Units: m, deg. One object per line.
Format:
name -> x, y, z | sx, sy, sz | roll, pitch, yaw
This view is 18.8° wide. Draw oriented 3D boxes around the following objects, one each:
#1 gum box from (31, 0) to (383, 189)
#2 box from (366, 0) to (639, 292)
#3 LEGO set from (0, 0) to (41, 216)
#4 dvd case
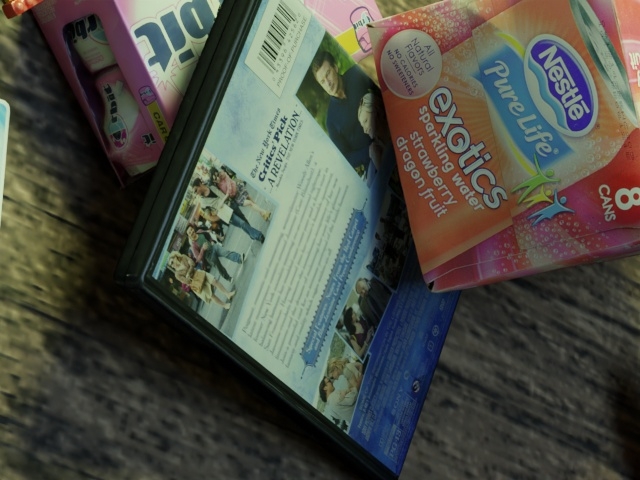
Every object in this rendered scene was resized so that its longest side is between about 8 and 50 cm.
gum box -> -0.057, -0.113, 1.017 | 0.188, 0.062, 0.107 | -35, 103, -44
box -> 0.165, -0.064, 1.113 | 0.300, 0.142, 0.154 | -4, 82, -62
LEGO set -> -0.198, -0.133, 0.889 | 0.182, 0.060, 0.244 | 18, 68, -42
dvd case -> 0.000, 0.000, 1.010 | 0.253, 0.022, 0.180 | 43, 60, -47
